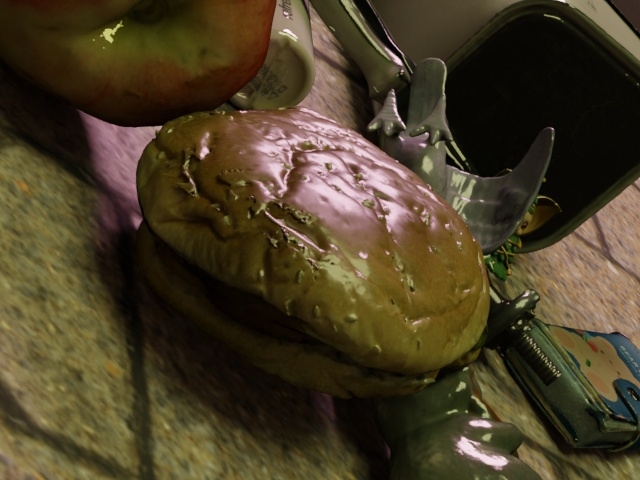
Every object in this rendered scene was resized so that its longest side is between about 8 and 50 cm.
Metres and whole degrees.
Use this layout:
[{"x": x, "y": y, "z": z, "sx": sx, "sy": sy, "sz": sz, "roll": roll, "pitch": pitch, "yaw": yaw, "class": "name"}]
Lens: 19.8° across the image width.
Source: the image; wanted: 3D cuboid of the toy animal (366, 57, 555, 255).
[{"x": 0.071, "y": -0.045, "z": 1.575, "sx": 0.239, "sy": 0.176, "sz": 0.255, "roll": 10, "pitch": 42, "yaw": 11, "class": "toy animal"}]

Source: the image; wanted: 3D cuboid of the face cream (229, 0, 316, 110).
[{"x": -0.057, "y": -0.236, "z": 1.740, "sx": 0.092, "sy": 0.092, "sz": 0.311, "roll": 36, "pitch": 26, "yaw": -25, "class": "face cream"}]

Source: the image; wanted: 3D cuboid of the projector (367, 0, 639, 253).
[{"x": 0.196, "y": -0.175, "z": 1.871, "sx": 0.249, "sy": 0.248, "sz": 0.249, "roll": 35, "pitch": 27, "yaw": -27, "class": "projector"}]

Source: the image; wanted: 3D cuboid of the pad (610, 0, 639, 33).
[{"x": 0.289, "y": -0.270, "z": 1.858, "sx": 0.211, "sy": 0.003, "sz": 0.143, "roll": 48, "pitch": 23, "yaw": -2, "class": "pad"}]

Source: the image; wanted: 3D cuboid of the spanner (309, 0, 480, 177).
[{"x": 0.055, "y": -0.170, "z": 1.692, "sx": 0.324, "sy": 0.040, "sz": 0.096, "roll": 55, "pitch": 20, "yaw": 7, "class": "spanner"}]

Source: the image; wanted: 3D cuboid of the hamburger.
[{"x": -0.001, "y": -0.001, "z": 1.340, "sx": 0.265, "sy": 0.134, "sz": 0.285, "roll": 30, "pitch": 26, "yaw": 23, "class": "hamburger"}]

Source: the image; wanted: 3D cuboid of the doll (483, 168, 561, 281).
[{"x": 0.176, "y": -0.022, "z": 1.793, "sx": 0.078, "sy": 0.113, "sz": 0.077, "roll": 35, "pitch": -9, "yaw": -25, "class": "doll"}]

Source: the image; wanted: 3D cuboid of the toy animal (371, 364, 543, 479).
[{"x": 0.087, "y": 0.147, "z": 1.376, "sx": 0.138, "sy": 0.108, "sz": 0.236, "roll": 13, "pitch": 41, "yaw": -52, "class": "toy animal"}]

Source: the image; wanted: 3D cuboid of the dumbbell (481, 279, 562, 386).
[{"x": 0.131, "y": 0.028, "z": 1.661, "sx": 0.254, "sy": 0.081, "sz": 0.081, "roll": 50, "pitch": 24, "yaw": 7, "class": "dumbbell"}]

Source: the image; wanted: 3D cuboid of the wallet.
[{"x": 0.264, "y": 0.141, "z": 1.745, "sx": 0.202, "sy": 0.059, "sz": 0.141, "roll": 12, "pitch": 35, "yaw": -56, "class": "wallet"}]

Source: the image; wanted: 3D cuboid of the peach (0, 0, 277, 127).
[{"x": -0.151, "y": -0.205, "z": 1.382, "sx": 0.232, "sy": 0.232, "sz": 0.256, "roll": 34, "pitch": 12, "yaw": -29, "class": "peach"}]
